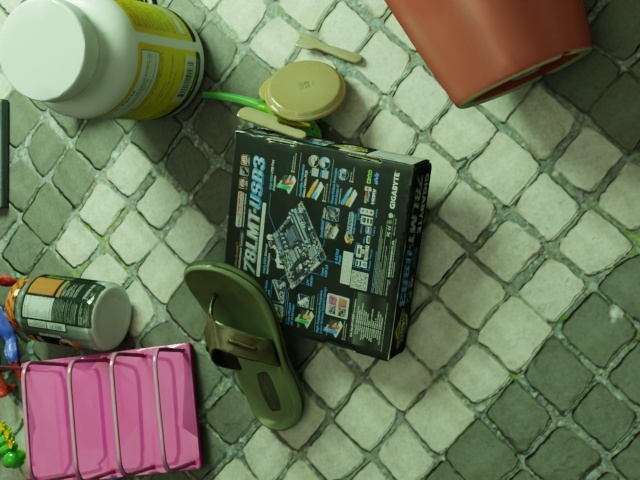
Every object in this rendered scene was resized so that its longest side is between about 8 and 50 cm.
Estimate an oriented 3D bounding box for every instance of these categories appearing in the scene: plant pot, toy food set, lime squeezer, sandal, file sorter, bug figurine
[{"bbox_3d":[0.224,-0.323,1.414,0.275,0.275,0.243,-24,87,23],"label":"plant pot"},{"bbox_3d":[-0.026,-0.222,1.607,0.132,0.038,0.192,24,60,21],"label":"toy food set"},{"bbox_3d":[-0.059,-0.167,1.658,0.310,0.059,0.110,47,138,17],"label":"lime squeezer"},{"bbox_3d":[-0.114,0.163,1.594,0.120,0.086,0.303,-15,107,37],"label":"sandal"},{"bbox_3d":[-0.354,0.274,1.662,0.290,0.182,0.202,-8,81,8],"label":"file sorter"},{"bbox_3d":[-0.465,0.378,1.821,0.279,0.072,0.216,-31,83,17],"label":"bug figurine"}]

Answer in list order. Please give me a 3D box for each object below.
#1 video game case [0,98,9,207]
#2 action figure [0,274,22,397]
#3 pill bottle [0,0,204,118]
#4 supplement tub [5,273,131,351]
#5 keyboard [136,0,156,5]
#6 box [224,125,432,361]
[{"bbox_3d":[-0.686,-0.155,1.966,0.274,0.026,0.196,-1,89,27],"label":"video game case"},{"bbox_3d":[-0.556,0.118,1.873,0.091,0.139,0.280,-12,106,22],"label":"action figure"},{"bbox_3d":[-0.326,-0.277,1.611,0.188,0.334,0.188,2,96,19],"label":"pill bottle"},{"bbox_3d":[-0.423,0.118,1.783,0.190,0.117,0.117,6,92,26],"label":"supplement tub"},{"bbox_3d":[-0.331,-0.413,1.793,0.100,0.038,0.192,-19,80,24],"label":"keyboard"},{"bbox_3d":[0.000,0.000,1.579,0.293,0.073,0.295,13,106,26],"label":"box"}]
